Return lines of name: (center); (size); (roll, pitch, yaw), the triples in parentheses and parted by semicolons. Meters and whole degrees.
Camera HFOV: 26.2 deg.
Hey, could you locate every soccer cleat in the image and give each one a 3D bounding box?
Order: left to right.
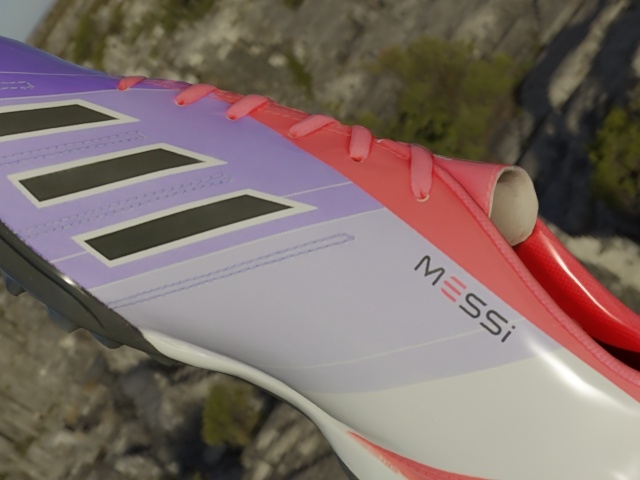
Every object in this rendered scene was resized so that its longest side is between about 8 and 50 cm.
soccer cleat: (0.000, 0.000, 0.447); (0.116, 0.318, 0.108); (-62, -13, 21)
